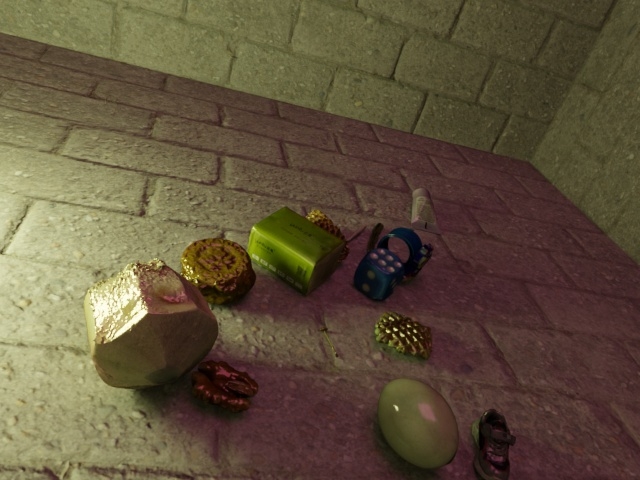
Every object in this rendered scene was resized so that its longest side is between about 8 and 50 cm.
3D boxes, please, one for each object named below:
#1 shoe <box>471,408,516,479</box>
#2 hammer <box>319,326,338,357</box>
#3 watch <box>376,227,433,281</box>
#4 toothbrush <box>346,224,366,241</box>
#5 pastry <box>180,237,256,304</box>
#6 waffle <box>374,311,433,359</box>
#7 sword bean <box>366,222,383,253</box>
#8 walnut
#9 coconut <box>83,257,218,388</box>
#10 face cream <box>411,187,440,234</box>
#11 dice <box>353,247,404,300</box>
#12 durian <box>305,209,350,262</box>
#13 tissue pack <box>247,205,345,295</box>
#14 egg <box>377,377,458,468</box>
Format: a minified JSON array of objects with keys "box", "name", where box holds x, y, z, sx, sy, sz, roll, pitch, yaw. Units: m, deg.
[{"box":[0.483,0.549,1.454,0.099,0.126,0.227,21,29,-4],"name":"shoe"},{"box":[0.029,0.319,1.672,0.029,0.014,0.123,-6,41,-23],"name":"hammer"},{"box":[0.331,0.044,2.118,0.200,0.196,0.171,39,25,17],"name":"watch"},{"box":[0.131,-0.009,2.246,0.029,0.025,0.307,37,34,12],"name":"toothbrush"},{"box":[-0.327,0.109,1.707,0.240,0.132,0.235,3,42,-15],"name":"pastry"},{"box":[0.282,0.314,1.782,0.207,0.054,0.214,18,24,3],"name":"waffle"},{"box":[0.232,-0.006,2.289,0.043,0.038,0.269,-1,27,16],"name":"sword bean"},{"box":[-0.249,0.378,1.359,0.170,0.069,0.143,25,29,6],"name":"walnut"},{"box":[-0.416,0.217,1.310,0.297,0.297,0.309,-4,34,-34],"name":"coconut"},{"box":[0.509,-0.140,2.630,0.154,0.096,0.274,16,43,-11],"name":"face cream"},{"box":[0.215,0.124,1.966,0.143,0.146,0.146,36,38,22],"name":"dice"},{"box":[-0.008,-0.005,2.074,0.260,0.154,0.186,25,60,38],"name":"durian"},{"box":[-0.090,0.031,1.902,0.274,0.167,0.200,33,40,19],"name":"tissue pack"},{"box":[0.249,0.469,1.383,0.186,0.187,0.253,-6,41,-36],"name":"egg"}]
